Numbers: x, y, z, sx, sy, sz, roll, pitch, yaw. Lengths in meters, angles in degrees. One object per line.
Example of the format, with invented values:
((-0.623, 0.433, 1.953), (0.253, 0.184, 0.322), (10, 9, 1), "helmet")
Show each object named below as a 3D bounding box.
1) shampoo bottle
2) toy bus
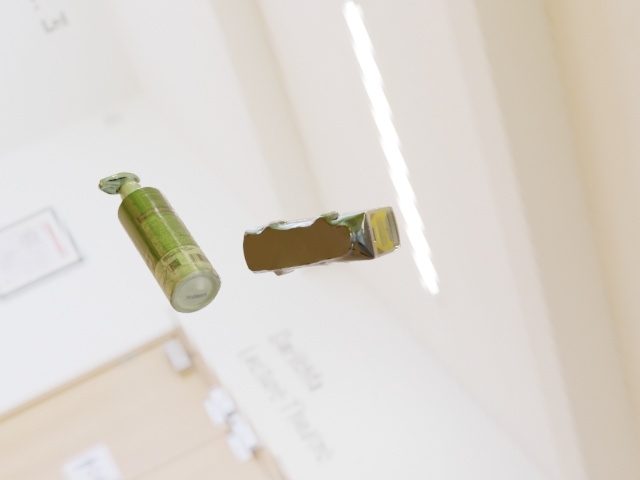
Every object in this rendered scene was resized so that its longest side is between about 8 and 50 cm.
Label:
((-0.180, -0.006, 1.780), (0.204, 0.065, 0.065), (53, -17, 40), "shampoo bottle")
((0.000, 0.000, 1.640), (0.172, 0.072, 0.057), (-8, -84, 45), "toy bus")
